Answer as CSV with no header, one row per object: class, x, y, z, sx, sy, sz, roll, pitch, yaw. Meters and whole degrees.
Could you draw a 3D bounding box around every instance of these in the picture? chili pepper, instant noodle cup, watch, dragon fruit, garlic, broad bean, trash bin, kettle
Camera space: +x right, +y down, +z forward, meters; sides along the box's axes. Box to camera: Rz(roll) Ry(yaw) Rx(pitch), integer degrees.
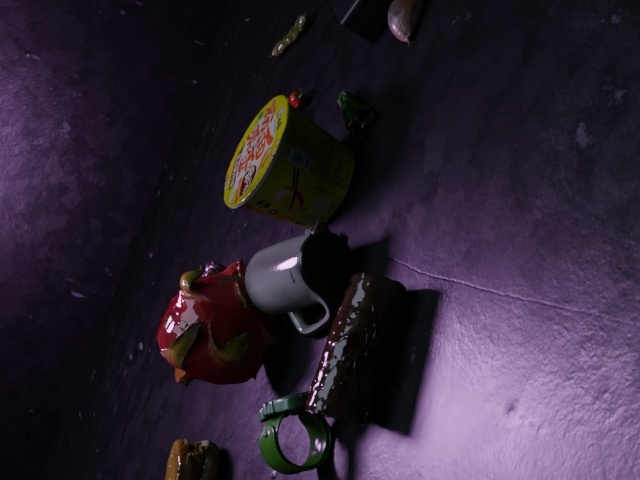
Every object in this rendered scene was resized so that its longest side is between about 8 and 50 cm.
chili pepper,0.074,-0.330,1.936,0.088,0.059,0.227,-65,22,19
instant noodle cup,-0.073,-0.173,1.894,0.311,0.221,0.311,-46,30,35
watch,-0.035,0.378,1.515,0.131,0.165,0.152,-35,65,49
chili pepper,-0.077,-0.416,2.325,0.191,0.050,0.059,149,135,-71
dragon fruit,-0.233,0.181,1.866,0.226,0.305,0.305,-62,25,24
garlic,0.197,-0.537,1.832,0.084,0.066,0.152,6,74,63
broad bean,-0.100,-0.697,2.604,0.256,0.052,0.052,-31,81,54
trash bin,0.142,-0.662,1.998,0.225,0.115,0.165,-53,29,27
kettle,-0.034,0.098,1.718,0.255,0.165,0.241,-20,82,54

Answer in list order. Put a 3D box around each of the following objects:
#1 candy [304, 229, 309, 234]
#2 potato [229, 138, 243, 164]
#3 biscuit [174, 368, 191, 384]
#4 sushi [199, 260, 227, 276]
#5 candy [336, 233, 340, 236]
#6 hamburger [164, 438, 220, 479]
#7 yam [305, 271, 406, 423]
candy,-0.065,0.044,1.938,0.062,0.058,0.194,16,75,38
potato,-0.175,-0.257,2.294,0.296,0.141,0.192,-54,30,24
biscuit,-0.376,0.291,2.374,0.334,0.047,0.202,-64,25,12
sushi,-0.294,0.193,2.133,0.236,0.170,0.270,-3,63,64
candy,0.000,0.000,1.834,0.175,0.043,0.045,-7,74,63
hamburger,-0.330,0.610,1.930,0.189,0.122,0.215,151,131,-64
yam,0.067,0.203,1.430,0.131,0.131,0.280,-8,60,63
